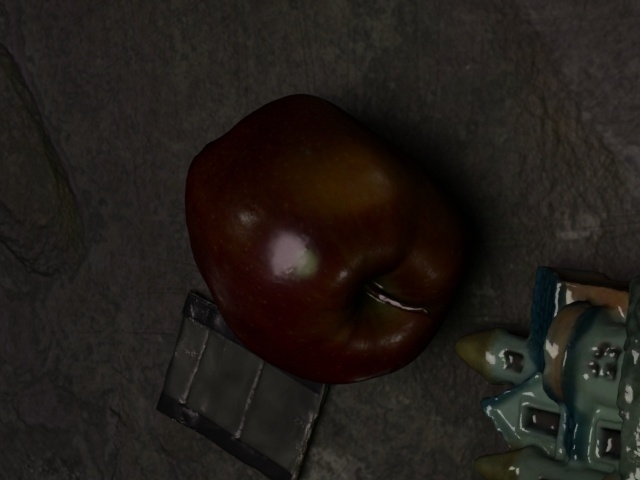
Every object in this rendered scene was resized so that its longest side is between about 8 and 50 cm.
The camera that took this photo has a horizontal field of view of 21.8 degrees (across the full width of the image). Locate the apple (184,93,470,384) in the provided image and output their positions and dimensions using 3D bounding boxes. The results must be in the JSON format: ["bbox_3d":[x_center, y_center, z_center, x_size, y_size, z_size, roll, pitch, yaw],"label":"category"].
[{"bbox_3d":[0.000,0.000,1.802,0.317,0.288,0.288,49,118,40],"label":"apple"}]

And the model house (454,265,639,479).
[{"bbox_3d":[0.250,0.144,1.706,0.325,0.194,0.267,11,99,39],"label":"model house"}]

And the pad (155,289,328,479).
[{"bbox_3d":[-0.097,0.182,2.029,0.233,0.022,0.174,25,107,31],"label":"pad"}]
